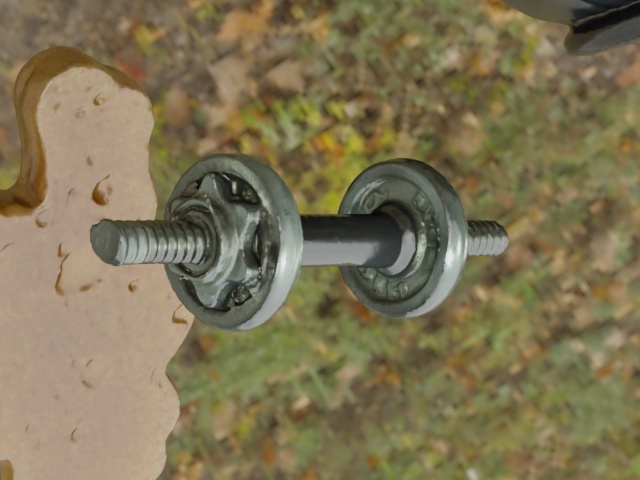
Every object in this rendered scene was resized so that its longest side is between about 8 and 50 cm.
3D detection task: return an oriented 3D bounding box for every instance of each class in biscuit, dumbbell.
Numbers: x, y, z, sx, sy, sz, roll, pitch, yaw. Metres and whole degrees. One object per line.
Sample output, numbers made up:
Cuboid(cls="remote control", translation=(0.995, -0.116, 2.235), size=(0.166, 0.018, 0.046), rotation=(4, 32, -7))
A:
Cuboid(cls="biscuit", translation=(-0.153, 0.037, 1.045), size=(0.186, 0.044, 0.295), rotation=(-26, 129, -25))
Cuboid(cls="dumbbell", translation=(0.000, 0.000, 0.871), size=(0.254, 0.081, 0.081), rotation=(-1, 137, -45))

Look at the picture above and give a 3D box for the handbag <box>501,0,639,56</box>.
Cuboid(cls="handbag", translation=(0.201, -0.192, 1.042), size=(0.275, 0.177, 0.302), rotation=(23, 164, -22))
